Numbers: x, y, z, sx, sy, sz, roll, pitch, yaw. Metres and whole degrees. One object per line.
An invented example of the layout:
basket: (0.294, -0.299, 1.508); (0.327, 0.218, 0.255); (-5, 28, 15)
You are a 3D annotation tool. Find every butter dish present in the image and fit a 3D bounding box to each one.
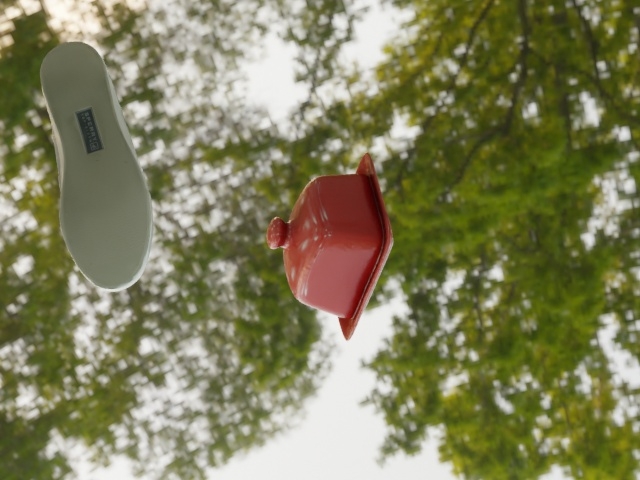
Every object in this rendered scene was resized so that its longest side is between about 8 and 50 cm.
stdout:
butter dish: (0.000, 0.000, 1.281); (0.118, 0.160, 0.160); (8, -142, -17)

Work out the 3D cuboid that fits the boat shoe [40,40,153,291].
boat shoe: (-0.192, -0.062, 1.051); (0.079, 0.081, 0.228); (-14, -104, -1)
